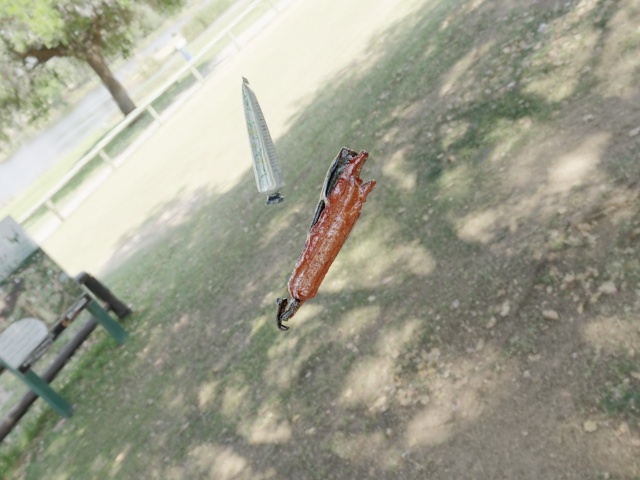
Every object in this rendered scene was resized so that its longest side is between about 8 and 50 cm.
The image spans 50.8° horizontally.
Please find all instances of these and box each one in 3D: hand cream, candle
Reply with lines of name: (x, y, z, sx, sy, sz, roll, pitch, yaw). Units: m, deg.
hand cream: (-0.093, -0.150, 1.021, 0.042, 0.194, 0.067, -13, 7, 8)
candle: (0.000, 0.000, 1.020, 0.084, 0.059, 0.301, 33, 99, 51)
